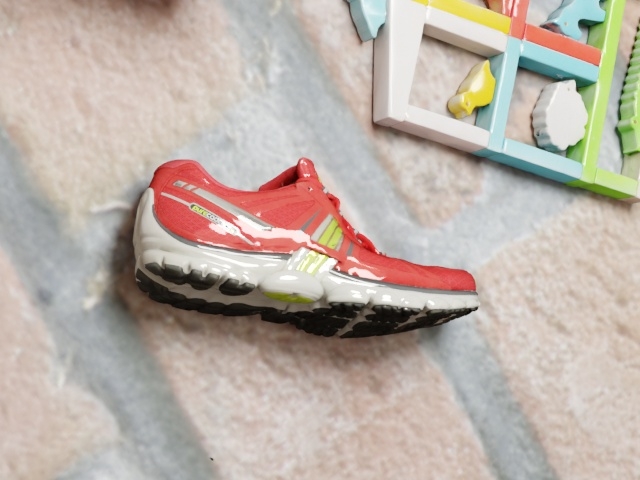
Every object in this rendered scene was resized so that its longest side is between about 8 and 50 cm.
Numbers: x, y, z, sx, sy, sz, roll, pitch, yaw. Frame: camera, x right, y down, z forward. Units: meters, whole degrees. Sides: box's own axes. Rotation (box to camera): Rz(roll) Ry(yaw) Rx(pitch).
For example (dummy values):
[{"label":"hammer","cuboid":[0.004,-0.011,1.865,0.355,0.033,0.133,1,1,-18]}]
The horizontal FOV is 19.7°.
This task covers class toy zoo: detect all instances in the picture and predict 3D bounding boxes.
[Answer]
[{"label":"toy zoo","cuboid":[0.152,-0.158,1.474,0.293,0.030,0.192,17,78,-24]}]

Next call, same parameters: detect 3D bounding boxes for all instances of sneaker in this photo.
[{"label":"sneaker","cuboid":[0.000,0.000,1.350,0.279,0.107,0.118,13,71,-27]}]
